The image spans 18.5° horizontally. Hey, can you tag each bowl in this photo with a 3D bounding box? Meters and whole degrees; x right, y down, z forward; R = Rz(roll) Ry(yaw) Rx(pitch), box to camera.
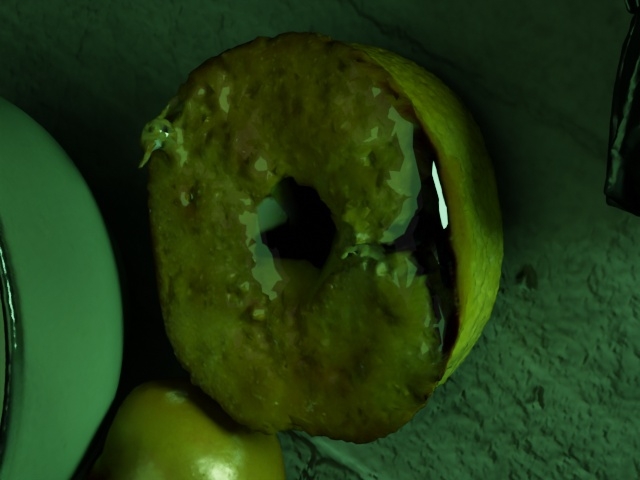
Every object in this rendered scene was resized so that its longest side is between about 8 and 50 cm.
[{"bbox_3d":[-0.253,0.047,1.334,0.353,0.185,0.354,6,100,40],"label":"bowl"}]

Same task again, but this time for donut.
[{"bbox_3d":[-0.001,-0.003,1.187,0.253,0.118,0.254,5,98,36],"label":"donut"}]

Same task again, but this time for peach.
[{"bbox_3d":[-0.088,0.163,1.278,0.138,0.138,0.138,7,102,36],"label":"peach"}]

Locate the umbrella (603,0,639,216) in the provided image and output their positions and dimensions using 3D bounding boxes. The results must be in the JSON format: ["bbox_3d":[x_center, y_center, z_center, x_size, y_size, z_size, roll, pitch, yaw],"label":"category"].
[{"bbox_3d":[0.196,-0.162,1.031,0.118,0.118,0.340,-5,86,38],"label":"umbrella"}]
